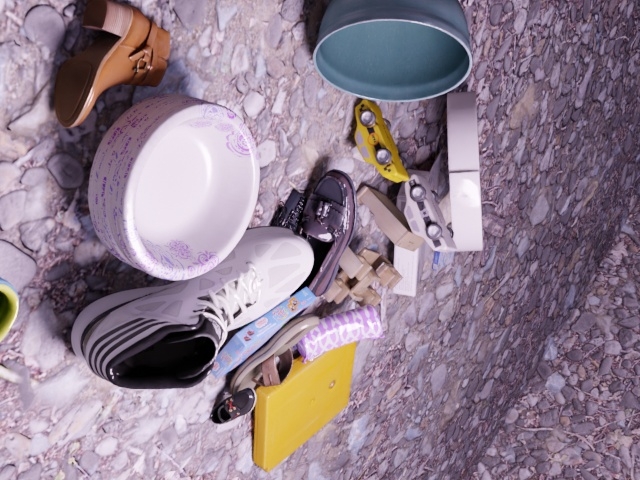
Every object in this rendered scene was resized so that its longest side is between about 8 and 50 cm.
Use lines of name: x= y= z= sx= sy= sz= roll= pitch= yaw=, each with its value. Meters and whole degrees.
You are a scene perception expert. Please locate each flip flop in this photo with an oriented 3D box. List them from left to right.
flip flop: x=-0.091 y=0.257 z=1.788 sx=0.277 sy=0.080 sz=0.112 roll=-44 pitch=168 yaw=23

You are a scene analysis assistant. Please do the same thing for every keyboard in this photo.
keyboard: x=-0.077 y=-0.008 z=1.750 sx=0.100 sy=0.038 sz=0.192 roll=31 pitch=84 yaw=-58

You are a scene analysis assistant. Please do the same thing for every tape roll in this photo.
tape roll: x=0.350 y=-0.165 z=2.046 sx=0.392 sy=0.072 sz=0.391 roll=-2 pitch=90 yaw=-80

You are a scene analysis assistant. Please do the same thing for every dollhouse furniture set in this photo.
dollhouse furniture set: x=0.095 y=0.021 z=1.969 sx=0.242 sy=0.161 sz=0.212 roll=-48 pitch=151 yaw=15

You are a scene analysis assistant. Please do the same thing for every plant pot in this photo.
plant pot: x=0.140 y=-0.416 z=1.598 sx=0.293 sy=0.293 sz=0.196 roll=36 pitch=55 yaw=-58

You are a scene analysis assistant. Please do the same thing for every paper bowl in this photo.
paper bowl: x=-0.241 y=-0.091 z=1.340 sx=0.284 sy=0.148 sz=0.284 roll=-28 pitch=128 yaw=-43

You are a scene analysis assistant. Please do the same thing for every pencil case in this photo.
pencil case: x=0.039 y=0.212 z=1.945 sx=0.206 sy=0.088 sz=0.086 roll=-17 pitch=169 yaw=-12

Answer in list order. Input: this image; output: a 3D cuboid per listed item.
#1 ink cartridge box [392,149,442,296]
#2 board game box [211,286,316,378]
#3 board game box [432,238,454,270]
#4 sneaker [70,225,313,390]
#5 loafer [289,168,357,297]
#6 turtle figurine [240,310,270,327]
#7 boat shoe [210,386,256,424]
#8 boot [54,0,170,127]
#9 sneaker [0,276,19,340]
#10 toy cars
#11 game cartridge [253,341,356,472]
ink cartridge box: x=0.245 y=-0.050 z=2.164 sx=0.261 sy=0.066 sz=0.296 roll=-63 pitch=158 yaw=-52
board game box: x=-0.120 y=0.190 z=1.749 sx=0.211 sy=0.039 sz=0.160 roll=-33 pitch=169 yaw=-42
board game box: x=0.355 y=0.032 z=2.420 sx=0.090 sy=0.020 sz=0.090 roll=-23 pitch=129 yaw=-46
sneaker: x=-0.163 y=0.129 z=1.396 sx=0.448 sy=0.257 sz=0.169 roll=-25 pitch=116 yaw=-22
loafer: x=0.000 y=0.000 z=1.786 sx=0.095 sy=0.109 sz=0.302 roll=-31 pitch=141 yaw=-54
turtle figurine: x=-0.120 y=0.056 z=1.657 sx=0.175 sy=0.118 sz=0.234 roll=-13 pitch=138 yaw=-33
boat shoe: x=-0.182 y=0.350 z=1.782 sx=0.042 sy=0.048 sz=0.133 roll=-4 pitch=152 yaw=-48
boot: x=-0.296 y=-0.244 z=1.242 sx=0.152 sy=0.073 sz=0.197 roll=12 pitch=104 yaw=-62
sneaker: x=-0.510 y=0.074 z=1.014 sx=0.319 sy=0.208 sz=0.127 roll=-12 pitch=122 yaw=-52
toy cars: x=0.170 y=-0.124 z=1.857 sx=0.393 sy=0.087 sz=0.176 roll=53 pitch=24 yaw=-23
game cartridge: x=-0.038 y=0.376 z=2.042 sx=0.324 sy=0.053 sz=0.285 roll=-31 pitch=140 yaw=-39
